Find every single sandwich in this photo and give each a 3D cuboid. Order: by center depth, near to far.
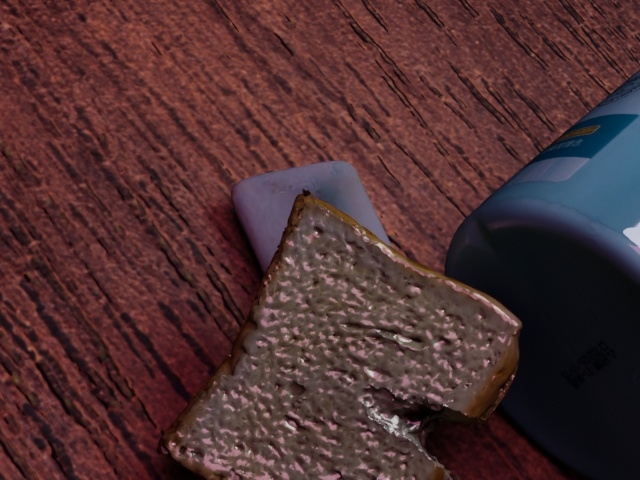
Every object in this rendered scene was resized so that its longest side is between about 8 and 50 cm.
[{"bbox_3d":[0.026,0.132,1.410,0.249,0.095,0.273,29,87,8],"label":"sandwich"}]

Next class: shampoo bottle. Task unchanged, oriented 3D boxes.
[{"bbox_3d":[0.340,0.019,1.488,0.331,0.331,0.343,41,58,17],"label":"shampoo bottle"}]

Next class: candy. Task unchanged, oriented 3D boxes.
[{"bbox_3d":[0.000,0.000,1.585,0.138,0.071,0.174,-12,59,-21],"label":"candy"}]
